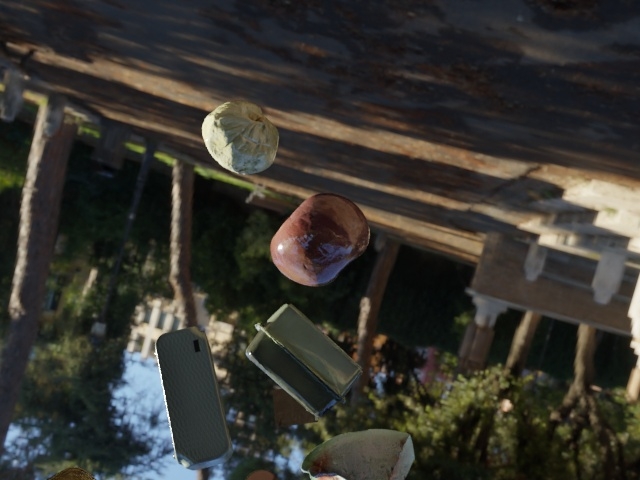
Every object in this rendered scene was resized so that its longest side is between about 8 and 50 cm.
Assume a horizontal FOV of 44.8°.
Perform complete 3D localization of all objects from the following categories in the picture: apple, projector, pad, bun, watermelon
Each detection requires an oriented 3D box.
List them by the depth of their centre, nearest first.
[{"bbox_3d":[-0.247,0.313,1.512,0.108,0.251,0.198,-14,164,-8],"label":"projector"},{"bbox_3d":[0.108,0.657,2.031,0.319,0.290,0.213,-3,-164,-17],"label":"watermelon"},{"bbox_3d":[-0.199,-0.288,2.086,0.220,0.221,0.134,15,143,-29],"label":"bun"},{"bbox_3d":[0.000,0.000,2.357,0.235,0.306,0.306,44,-178,-1],"label":"apple"},{"bbox_3d":[-0.077,0.522,2.443,0.004,0.116,0.193,-16,164,42],"label":"pad"}]

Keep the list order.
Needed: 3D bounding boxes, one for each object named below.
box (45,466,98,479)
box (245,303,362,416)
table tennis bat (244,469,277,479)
[{"bbox_3d":[-0.574,0.581,1.768,0.111,0.111,0.177,16,-171,14],"label":"box"},{"bbox_3d":[-0.047,0.297,1.927,0.290,0.166,0.220,41,169,1],"label":"box"},{"bbox_3d":[-0.151,0.686,1.887,0.022,0.247,0.138,-10,160,41],"label":"table tennis bat"}]
